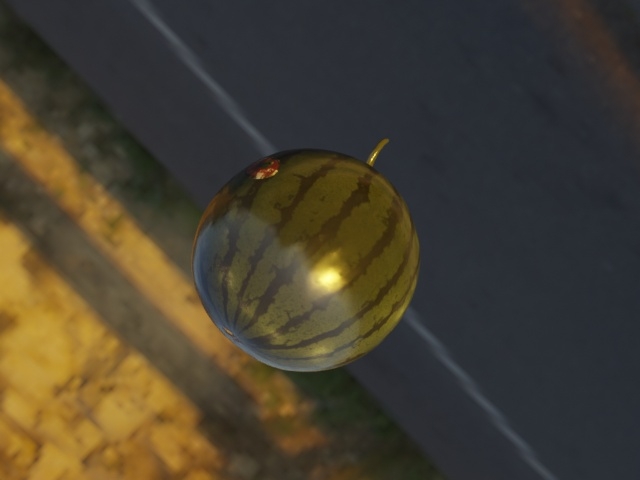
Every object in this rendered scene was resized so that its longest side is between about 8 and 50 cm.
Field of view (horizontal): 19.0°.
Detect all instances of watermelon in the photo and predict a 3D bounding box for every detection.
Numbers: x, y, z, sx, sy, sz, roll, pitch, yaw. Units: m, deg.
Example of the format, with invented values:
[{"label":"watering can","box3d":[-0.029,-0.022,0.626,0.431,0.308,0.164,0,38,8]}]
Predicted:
[{"label":"watermelon","box3d":[0.000,0.000,0.909,0.105,0.133,0.105,27,149,18]}]
